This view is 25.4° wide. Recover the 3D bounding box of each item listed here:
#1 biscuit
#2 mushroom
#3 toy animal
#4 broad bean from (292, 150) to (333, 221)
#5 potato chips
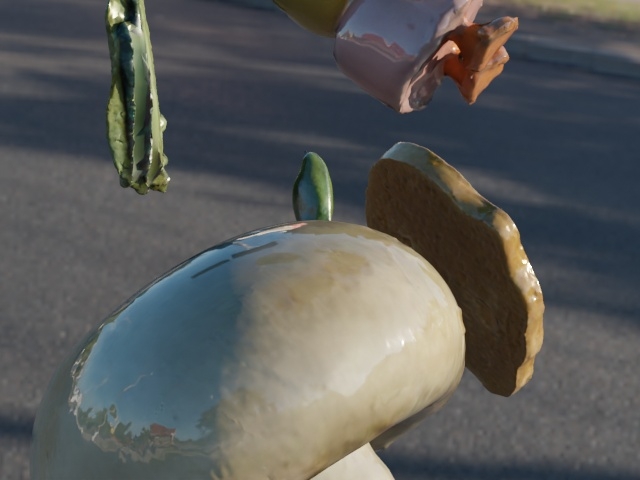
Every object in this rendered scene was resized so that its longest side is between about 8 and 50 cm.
[{"bbox_3d":[0.203,0.038,2.158,0.062,0.385,0.365,-32,48,-24],"label":"biscuit"},{"bbox_3d":[-0.038,0.154,1.092,0.362,0.294,0.362,-29,-8,-4],"label":"mushroom"},{"bbox_3d":[0.057,-0.252,1.477,0.169,0.195,0.281,-39,76,-16],"label":"toy animal"},{"bbox_3d":[-0.003,0.002,1.795,0.046,0.254,0.065,13,-31,-43],"label":"broad bean"},{"bbox_3d":[-0.264,-0.267,1.947,0.070,0.429,0.358,-8,17,-2],"label":"potato chips"}]
